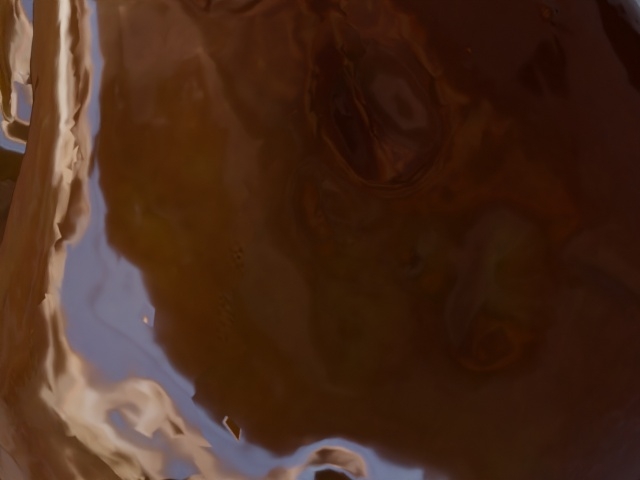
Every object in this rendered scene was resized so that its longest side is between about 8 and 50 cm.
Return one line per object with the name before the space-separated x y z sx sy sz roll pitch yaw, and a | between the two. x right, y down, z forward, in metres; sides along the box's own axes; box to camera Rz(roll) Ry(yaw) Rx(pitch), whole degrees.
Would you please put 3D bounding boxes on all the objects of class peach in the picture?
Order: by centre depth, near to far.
peach | 0.000 0.000 0.680 0.343 0.302 0.343 -25 61 59
